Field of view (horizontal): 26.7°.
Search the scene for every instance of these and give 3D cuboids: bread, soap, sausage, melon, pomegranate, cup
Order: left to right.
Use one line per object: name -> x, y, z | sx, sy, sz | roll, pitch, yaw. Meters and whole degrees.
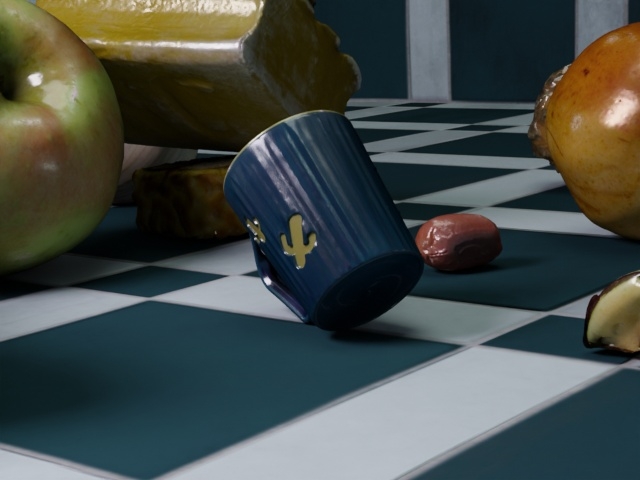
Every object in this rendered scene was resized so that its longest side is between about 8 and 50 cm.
soap -> -0.157, -0.219, 1.624 | 0.335, 0.156, 0.293 | 6, -21, 25
bread -> -0.114, -0.059, 1.708 | 0.222, 0.096, 0.181 | -11, 11, -37
cup -> 0.000, 0.000, 1.180 | 0.131, 0.176, 0.155 | -11, 54, -32
sausage -> 0.144, 0.002, 1.395 | 0.094, 0.059, 0.054 | -5, 16, -28
pomegranate -> 0.387, -0.115, 1.508 | 0.264, 0.264, 0.264 | -2, 10, 0
melon -> 0.289, 0.051, 1.026 | 0.160, 0.079, 0.128 | 7, 15, 43

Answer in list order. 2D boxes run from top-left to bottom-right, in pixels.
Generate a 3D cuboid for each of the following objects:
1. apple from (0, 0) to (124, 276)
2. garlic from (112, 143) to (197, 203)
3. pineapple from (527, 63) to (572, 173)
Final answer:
apple -> -0.373, -0.107, 1.442 | 0.319, 0.319, 0.277 | -14, -17, -48
garlic -> -0.329, -0.170, 1.967 | 0.322, 0.241, 0.322 | -5, -4, 0
pineapple -> 0.482, -0.141, 1.908 | 0.361, 0.175, 0.175 | 17, 16, 18
